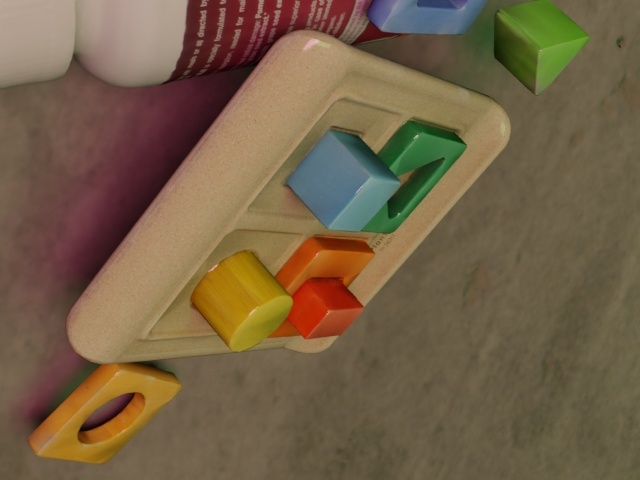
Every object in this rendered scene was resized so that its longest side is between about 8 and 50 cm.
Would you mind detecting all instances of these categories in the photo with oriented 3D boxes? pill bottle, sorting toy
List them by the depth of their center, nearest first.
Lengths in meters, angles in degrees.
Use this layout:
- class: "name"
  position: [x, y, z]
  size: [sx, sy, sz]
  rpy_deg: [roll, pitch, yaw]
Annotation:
- class: "pill bottle"
  position: [-0.050, -0.133, 0.516]
  size: [0.221, 0.121, 0.121]
  rpy_deg: [-16, 114, -27]
- class: "sorting toy"
  position: [0.000, 0.000, 0.566]
  size: [0.348, 0.047, 0.196]
  rpy_deg: [-50, 153, 19]
